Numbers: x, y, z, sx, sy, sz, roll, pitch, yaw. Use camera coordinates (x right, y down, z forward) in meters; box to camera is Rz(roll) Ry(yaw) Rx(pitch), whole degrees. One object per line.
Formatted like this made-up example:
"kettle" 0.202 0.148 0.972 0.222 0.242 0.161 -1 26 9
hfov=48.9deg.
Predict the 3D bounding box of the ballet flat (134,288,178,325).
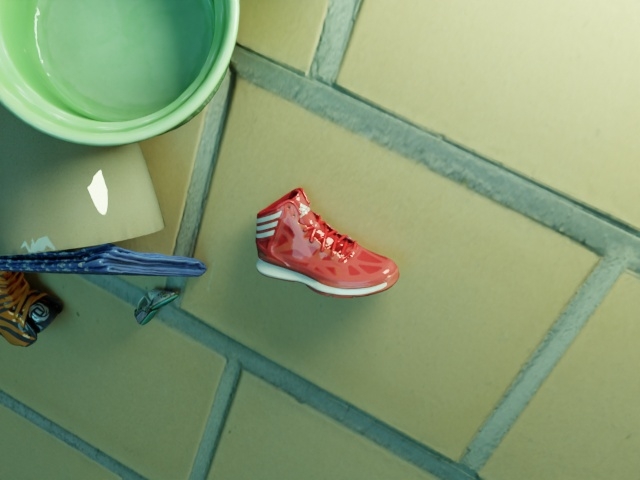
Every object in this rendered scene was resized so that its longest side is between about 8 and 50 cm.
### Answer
"ballet flat" -0.288 0.106 1.209 0.041 0.041 0.114 48 126 -6

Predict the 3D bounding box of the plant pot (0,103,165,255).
"plant pot" -0.370 -0.136 0.999 0.256 0.256 0.274 -2 100 26

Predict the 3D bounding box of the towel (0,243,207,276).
"towel" -0.379 0.033 1.108 0.335 0.243 0.040 0 85 26

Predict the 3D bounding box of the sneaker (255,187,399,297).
"sneaker" 0.000 0.000 0.980 0.221 0.087 0.128 6 121 21

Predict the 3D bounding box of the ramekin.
"ramekin" -0.244 -0.260 0.834 0.303 0.148 0.304 0 94 -3

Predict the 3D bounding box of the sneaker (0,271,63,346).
"sneaker" -0.552 0.074 1.279 0.180 0.125 0.321 32 137 1
